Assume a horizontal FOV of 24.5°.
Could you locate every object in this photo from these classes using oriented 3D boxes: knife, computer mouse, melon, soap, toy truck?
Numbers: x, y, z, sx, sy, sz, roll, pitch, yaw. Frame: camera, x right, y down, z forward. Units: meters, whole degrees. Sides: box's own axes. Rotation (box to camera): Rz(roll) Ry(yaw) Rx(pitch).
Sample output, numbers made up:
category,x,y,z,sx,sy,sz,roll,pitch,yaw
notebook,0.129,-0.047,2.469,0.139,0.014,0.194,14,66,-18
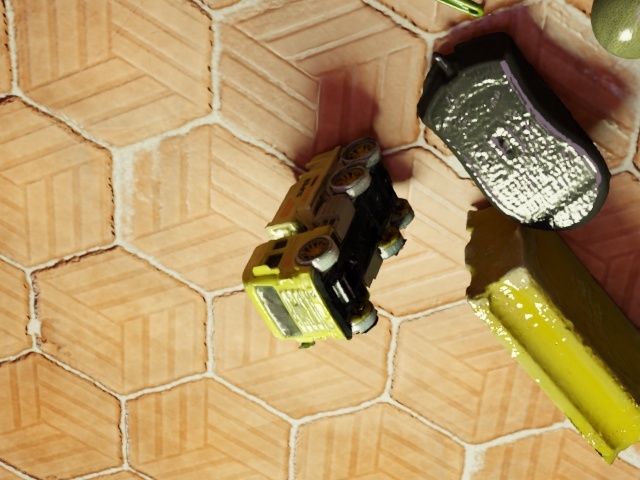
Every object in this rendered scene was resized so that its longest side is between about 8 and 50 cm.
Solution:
category,x,y,z,sx,sy,sz,roll,pitch,yaw
knife,0.101,-0.293,1.654,0.184,0.026,0.022,22,168,-9
computer mouse,0.224,-0.129,1.710,0.147,0.088,0.264,-36,103,29
melon,0.346,-0.255,1.584,0.098,0.098,0.131,25,131,-8
soap,0.299,0.103,1.809,0.091,0.199,0.315,-31,115,25
toy truck,0.000,0.000,1.746,0.157,0.272,0.124,-12,125,31
